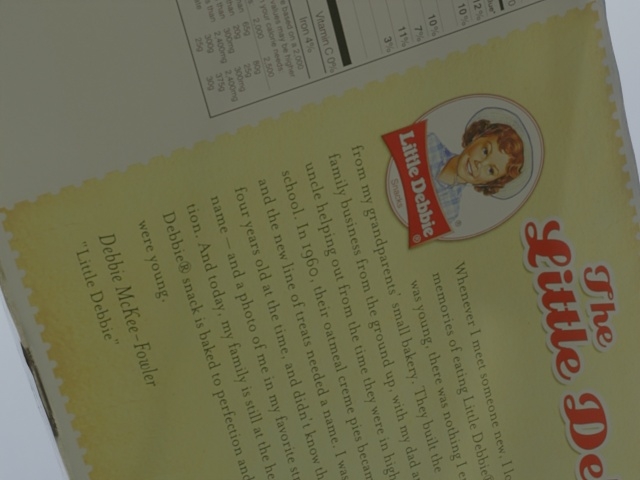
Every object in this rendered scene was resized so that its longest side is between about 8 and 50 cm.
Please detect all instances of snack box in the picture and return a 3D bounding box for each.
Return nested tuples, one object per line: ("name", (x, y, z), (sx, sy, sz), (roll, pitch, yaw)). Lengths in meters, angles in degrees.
("snack box", (0.000, 0.000, 0.533), (0.060, 0.187, 0.322), (-136, -151, -64))
